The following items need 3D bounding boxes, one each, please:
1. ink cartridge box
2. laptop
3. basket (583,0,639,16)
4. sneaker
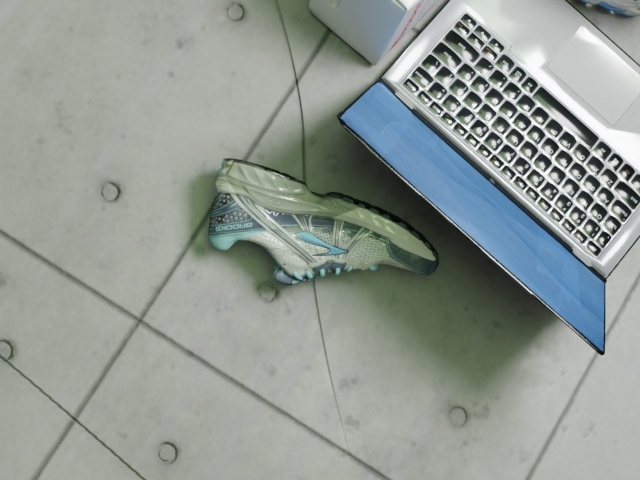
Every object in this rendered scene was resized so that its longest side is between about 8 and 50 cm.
[{"bbox_3d":[0.131,-0.368,1.489,0.117,0.207,0.283,43,77,1],"label":"ink cartridge box"},{"bbox_3d":[0.266,-0.130,1.458,0.382,0.236,0.408,42,76,-2],"label":"laptop"},{"bbox_3d":[0.406,-0.407,1.501,0.201,0.289,0.255,18,73,-15],"label":"basket"},{"bbox_3d":[0.000,0.000,1.471,0.283,0.110,0.122,20,95,-4],"label":"sneaker"}]
